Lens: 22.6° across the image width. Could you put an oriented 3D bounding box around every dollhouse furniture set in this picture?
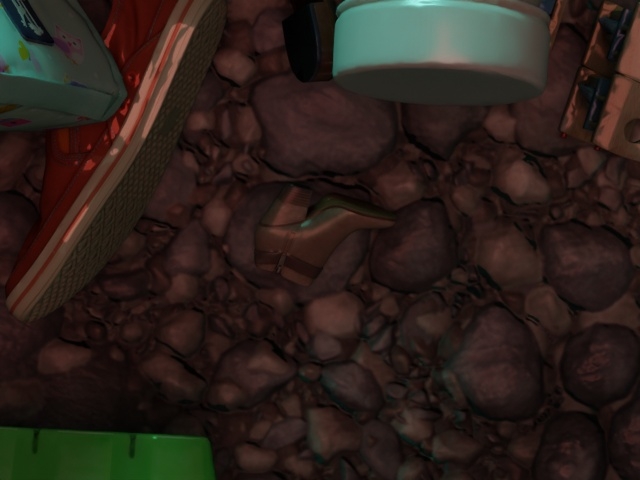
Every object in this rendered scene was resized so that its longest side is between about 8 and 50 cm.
[{"bbox_3d":[0.212,-0.154,1.382,0.183,0.129,0.129,17,97,-7],"label":"dollhouse furniture set"}]

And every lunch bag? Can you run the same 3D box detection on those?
[{"bbox_3d":[-0.307,-0.162,1.259,0.262,0.223,0.160,21,97,22],"label":"lunch bag"}]

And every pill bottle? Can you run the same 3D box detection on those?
[{"bbox_3d":[0.105,-0.300,1.283,0.204,0.204,0.361,4,85,-4],"label":"pill bottle"}]

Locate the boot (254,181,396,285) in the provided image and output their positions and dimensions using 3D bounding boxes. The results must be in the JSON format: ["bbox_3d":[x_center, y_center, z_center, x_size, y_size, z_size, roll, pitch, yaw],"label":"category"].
[{"bbox_3d":[0.000,0.000,1.440,0.118,0.042,0.087,17,103,-5],"label":"boot"}]

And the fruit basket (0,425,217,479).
[{"bbox_3d":[-0.249,0.345,1.376,0.392,0.283,0.392,1,81,-5],"label":"fruit basket"}]

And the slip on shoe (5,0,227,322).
[{"bbox_3d":[-0.193,-0.083,1.382,0.101,0.123,0.331,27,95,12],"label":"slip on shoe"}]

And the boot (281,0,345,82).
[{"bbox_3d":[0.021,-0.248,1.399,0.106,0.082,0.219,-4,91,-28],"label":"boot"}]
